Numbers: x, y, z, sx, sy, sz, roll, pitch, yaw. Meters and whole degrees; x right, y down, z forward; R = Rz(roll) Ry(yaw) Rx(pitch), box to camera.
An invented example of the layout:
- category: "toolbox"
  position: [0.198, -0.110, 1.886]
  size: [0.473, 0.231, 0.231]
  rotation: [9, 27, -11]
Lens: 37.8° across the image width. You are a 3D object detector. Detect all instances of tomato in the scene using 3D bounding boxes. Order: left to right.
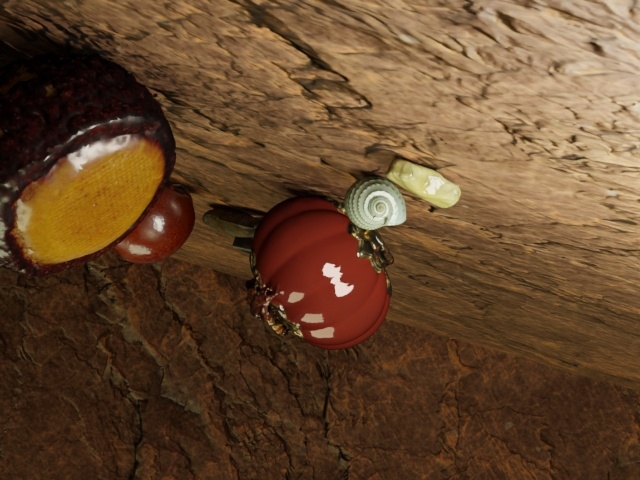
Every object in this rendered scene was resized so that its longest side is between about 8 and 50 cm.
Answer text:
- category: "tomato"
  position: [-0.296, -0.035, 1.596]
  size: [0.167, 0.167, 0.167]
  rotation: [16, 173, 2]

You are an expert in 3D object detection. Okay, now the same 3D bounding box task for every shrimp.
- category: "shrimp"
  position: [-0.125, -0.024, 1.692]
  size: [0.126, 0.047, 0.223]
  rotation: [16, 179, -39]

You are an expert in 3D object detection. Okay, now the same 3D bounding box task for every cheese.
- category: "cheese"
  position: [0.108, -0.060, 0.961]
  size: [0.083, 0.030, 0.044]
  rotation: [26, 176, -23]

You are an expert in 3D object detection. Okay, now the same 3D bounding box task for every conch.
- category: "conch"
  position: [0.063, -0.047, 1.071]
  size: [0.076, 0.056, 0.085]
  rotation: [1, -153, -16]

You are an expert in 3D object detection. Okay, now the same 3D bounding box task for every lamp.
- category: "lamp"
  position: [-0.006, 0.047, 1.296]
  size: [0.227, 0.227, 0.227]
  rotation: [16, 173, 2]

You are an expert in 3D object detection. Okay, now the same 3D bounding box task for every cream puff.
- category: "cream puff"
  position: [-0.266, -0.082, 0.922]
  size: [0.165, 0.239, 0.239]
  rotation: [46, -176, 22]

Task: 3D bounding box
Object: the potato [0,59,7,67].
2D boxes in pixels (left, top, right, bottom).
- category: "potato"
  position: [-0.446, -0.175, 1.037]
  size: [0.272, 0.111, 0.160]
  rotation: [2, 178, 10]

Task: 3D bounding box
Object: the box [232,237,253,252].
- category: "box"
  position: [-0.016, 0.053, 2.001]
  size: [0.180, 0.047, 0.325]
  rotation: [10, 171, 40]
